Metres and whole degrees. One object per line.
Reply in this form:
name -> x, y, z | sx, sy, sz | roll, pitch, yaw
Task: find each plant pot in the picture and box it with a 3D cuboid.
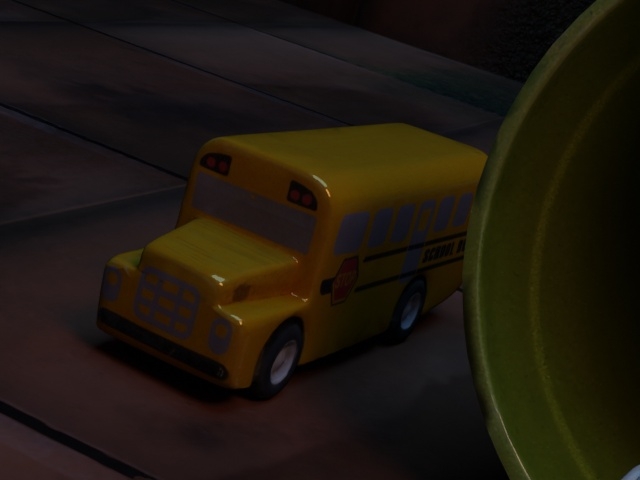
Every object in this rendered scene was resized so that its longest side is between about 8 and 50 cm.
plant pot -> 0.315, 0.034, 0.735 | 0.366, 0.367, 0.353 | 25, 7, 27

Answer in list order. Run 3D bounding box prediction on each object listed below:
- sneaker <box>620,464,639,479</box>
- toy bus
sneaker -> 0.111, 0.135, 0.507 | 0.232, 0.115, 0.090 | -4, 23, -29
toy bus -> 0.000, 0.000, 0.853 | 0.108, 0.130, 0.332 | 24, 17, 24
